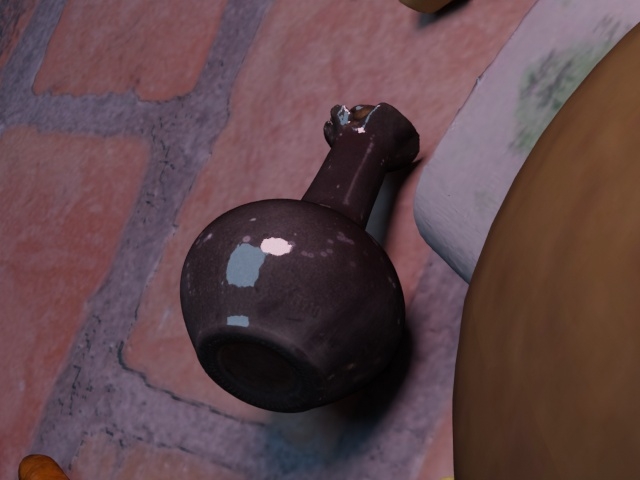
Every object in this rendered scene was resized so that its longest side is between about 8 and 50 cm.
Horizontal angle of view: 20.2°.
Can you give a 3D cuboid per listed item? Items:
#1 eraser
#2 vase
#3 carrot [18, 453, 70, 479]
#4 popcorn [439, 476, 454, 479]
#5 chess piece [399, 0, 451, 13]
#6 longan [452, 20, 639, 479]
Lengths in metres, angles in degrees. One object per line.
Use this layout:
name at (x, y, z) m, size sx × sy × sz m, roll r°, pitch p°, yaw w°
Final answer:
eraser at (0.145, -0.022, 0.773) m, size 0.174 × 0.081 × 0.227 m, roll -56°, pitch 30°, yaw 8°
vase at (0.000, 0.000, 0.957) m, size 0.120 × 0.120 × 0.183 m, roll -23°, pitch 33°, yaw 47°
carrot at (-0.163, 0.180, 1.110) m, size 0.047 × 0.047 × 0.191 m, roll -55°, pitch 30°, yaw 12°
popcorn at (0.083, 0.143, 0.677) m, size 0.162 × 0.141 × 0.135 m, roll -56°, pitch 16°, yaw 26°
chess piece at (0.104, -0.200, 0.997) m, size 0.200 × 0.090 × 0.090 m, roll -33°, pitch 39°, yaw 56°
longan at (0.189, 0.055, 0.430) m, size 0.319 × 0.319 × 0.319 m, roll -37°, pitch 39°, yaw 36°
